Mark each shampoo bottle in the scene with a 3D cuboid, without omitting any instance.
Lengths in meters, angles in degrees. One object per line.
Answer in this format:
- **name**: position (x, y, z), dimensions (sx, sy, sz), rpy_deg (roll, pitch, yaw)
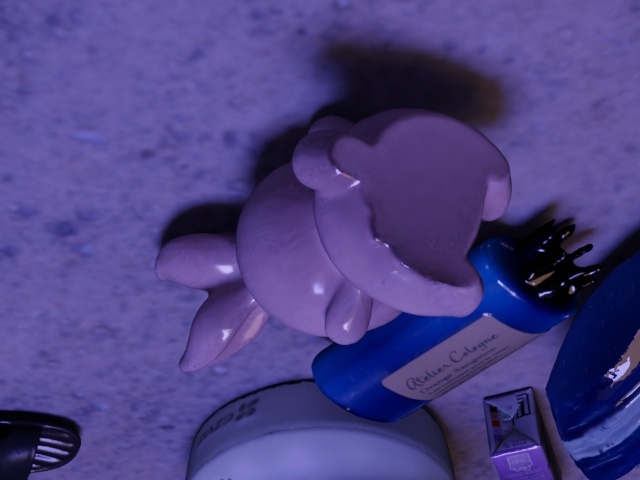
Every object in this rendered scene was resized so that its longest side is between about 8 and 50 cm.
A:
- **shampoo bottle**: position (0.085, 0.049, 0.885), dimensions (0.087, 0.050, 0.183), rpy_deg (23, 133, -39)

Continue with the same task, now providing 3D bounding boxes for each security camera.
- **security camera**: position (0.004, 0.233, 0.954), dimensions (0.195, 0.236, 0.194), rpy_deg (-2, 137, -2)

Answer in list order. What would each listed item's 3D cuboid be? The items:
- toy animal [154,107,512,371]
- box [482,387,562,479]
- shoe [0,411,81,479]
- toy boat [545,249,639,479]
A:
- **toy animal**: position (0.002, 0.001, 0.793), dimensions (0.124, 0.124, 0.212), rpy_deg (24, 153, -29)
- **box**: position (0.142, 0.155, 1.015), dimensions (0.036, 0.050, 0.117), rpy_deg (-12, 137, 11)
- **shoe**: position (-0.240, 0.144, 0.971), dimensions (0.159, 0.053, 0.062), rpy_deg (9, 134, -11)
- **toy boat**: position (0.260, 0.098, 0.920), dimensions (0.210, 0.070, 0.291), rpy_deg (-34, 129, 12)
